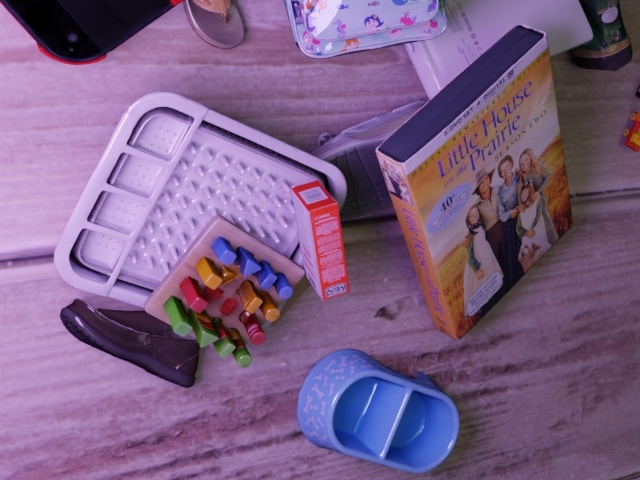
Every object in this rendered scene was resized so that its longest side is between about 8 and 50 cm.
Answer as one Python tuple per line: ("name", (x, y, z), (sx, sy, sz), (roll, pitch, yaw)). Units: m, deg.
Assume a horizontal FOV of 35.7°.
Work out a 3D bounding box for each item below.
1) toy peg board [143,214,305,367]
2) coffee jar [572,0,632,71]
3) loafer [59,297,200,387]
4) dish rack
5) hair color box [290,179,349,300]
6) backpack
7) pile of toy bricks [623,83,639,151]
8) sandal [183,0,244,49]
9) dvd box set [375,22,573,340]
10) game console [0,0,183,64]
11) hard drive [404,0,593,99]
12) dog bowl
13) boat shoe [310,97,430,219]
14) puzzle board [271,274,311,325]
("toy peg board", (-0.115, 0.080, 1.304), (0.161, 0.079, 0.161), (33, 102, -35))
("coffee jar", (0.450, -0.369, 1.632), (0.079, 0.096, 0.185), (-30, 116, -20))
("loafer", (-0.250, 0.124, 1.334), (0.220, 0.080, 0.078), (35, 73, -38))
("dish rack", (-0.158, -0.034, 1.310), (0.332, 0.072, 0.286), (21, 107, -31))
("hair color box", (0.000, 0.000, 1.313), (0.043, 0.072, 0.141), (-17, 125, -14))
("backpack", (0.049, -0.380, 1.323), (0.225, 0.191, 0.254), (-10, 101, -1))
("pile of toy bricks", (0.636, -0.247, 1.769), (0.118, 0.105, 0.212), (25, 88, -33))
("sandal", (-0.146, -0.335, 1.300), (0.072, 0.049, 0.180), (-27, 114, -24))
("dvd box set", (0.254, -0.076, 1.518), (0.307, 0.062, 0.420), (-42, 139, -18))
("game console", (-0.270, -0.412, 1.105), (0.342, 0.060, 0.386), (-34, 128, 6))
("hard drive", (0.256, -0.350, 1.511), (0.307, 0.040, 0.203), (-25, 90, -25))
("dog bowl", (0.102, 0.280, 1.580), (0.297, 0.074, 0.166), (24, 88, -33))
("boat shoe", (0.081, -0.129, 1.469), (0.320, 0.103, 0.118), (-29, 125, -18))
("puzzle board", (-0.057, 0.048, 1.466), (0.128, 0.011, 0.096), (-48, 119, -14))
